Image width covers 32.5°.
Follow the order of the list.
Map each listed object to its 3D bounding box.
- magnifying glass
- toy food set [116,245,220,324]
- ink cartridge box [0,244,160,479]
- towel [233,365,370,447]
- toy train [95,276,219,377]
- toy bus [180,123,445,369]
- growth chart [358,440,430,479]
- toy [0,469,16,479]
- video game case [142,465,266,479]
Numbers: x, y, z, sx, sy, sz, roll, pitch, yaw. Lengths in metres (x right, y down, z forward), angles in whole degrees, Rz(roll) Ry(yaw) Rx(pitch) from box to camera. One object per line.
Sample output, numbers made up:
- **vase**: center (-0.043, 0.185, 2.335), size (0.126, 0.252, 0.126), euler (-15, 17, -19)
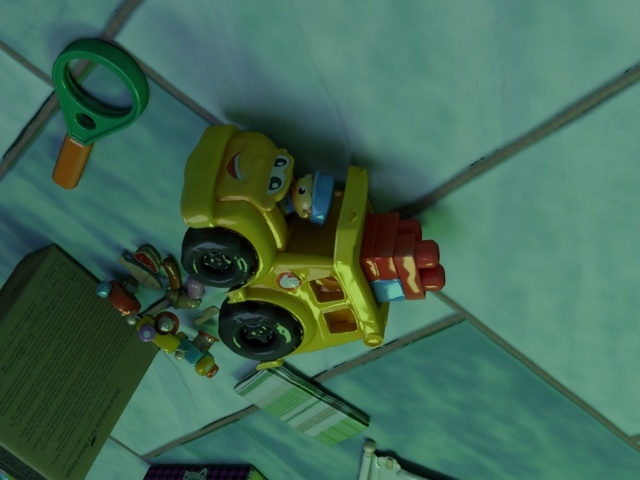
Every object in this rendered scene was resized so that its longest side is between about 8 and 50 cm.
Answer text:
- **magnifying glass**: center (-0.230, -0.117, 1.080), size (0.092, 0.026, 0.231), euler (30, 143, -7)
- **toy food set**: center (-0.168, 0.044, 1.253), size (0.122, 0.019, 0.078), euler (42, 143, -13)
- **ink cartridge box**: center (-0.325, 0.156, 1.310), size (0.088, 0.234, 0.193), euler (-17, 126, 45)
- **towel**: center (-0.024, 0.204, 1.372), size (0.152, 0.023, 0.113), euler (32, 147, -12)
- **toy train**: center (-0.183, 0.097, 1.305), size (0.166, 0.046, 0.125), euler (38, -179, -30)
- **toy bus**: center (0.000, 0.000, 0.994), size (0.212, 0.149, 0.220), euler (-6, 133, 20)
- **growth chart**: center (0.153, 0.349, 1.444), size (0.237, 0.021, 0.172), euler (22, 146, 6)
- **toy**: center (-0.600, 0.395, 1.954), size (0.137, 0.056, 0.237), euler (-1, 137, 32)
- **video game case**: center (-0.133, 0.421, 1.703), size (0.232, 0.041, 0.210), euler (-10, 132, 41)
